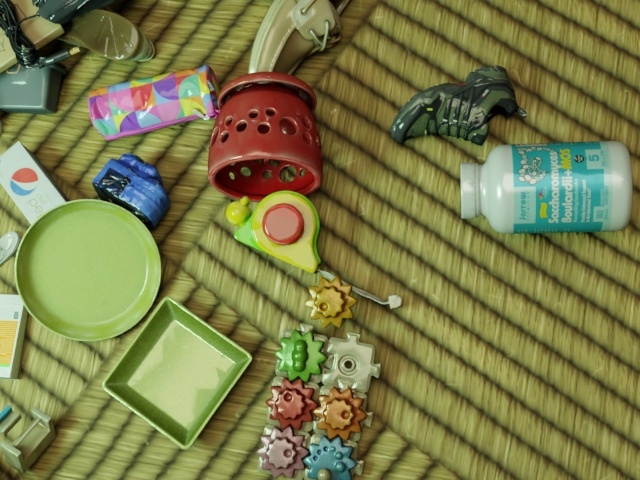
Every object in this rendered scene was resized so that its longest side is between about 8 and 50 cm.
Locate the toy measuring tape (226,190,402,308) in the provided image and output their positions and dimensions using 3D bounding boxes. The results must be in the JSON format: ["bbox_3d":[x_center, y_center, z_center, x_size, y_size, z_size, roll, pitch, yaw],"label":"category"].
[{"bbox_3d":[0.000,0.000,1.772,0.330,0.121,0.121,24,80,5],"label":"toy measuring tape"}]

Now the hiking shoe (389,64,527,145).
[{"bbox_3d":[0.230,-0.207,1.801,0.227,0.086,0.114,-26,70,0],"label":"hiking shoe"}]

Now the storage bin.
[{"bbox_3d":[-0.535,-0.279,1.930,0.135,0.098,0.091,2,86,9],"label":"storage bin"}]

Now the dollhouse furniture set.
[{"bbox_3d":[-0.546,0.354,1.760,0.129,0.129,0.184,31,57,15],"label":"dollhouse furniture set"}]

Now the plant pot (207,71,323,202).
[{"bbox_3d":[-0.093,-0.175,1.788,0.191,0.191,0.174,-5,68,7],"label":"plant pot"}]

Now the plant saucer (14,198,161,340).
[{"bbox_3d":[-0.391,0.049,1.806,0.241,0.037,0.241,-1,96,-9],"label":"plant saucer"}]

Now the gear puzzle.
[{"bbox_3d":[0.004,0.224,1.712,0.175,0.044,0.339,10,87,10],"label":"gear puzzle"}]

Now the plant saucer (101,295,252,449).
[{"bbox_3d":[-0.234,0.220,1.776,0.188,0.045,0.188,34,82,15],"label":"plant saucer"}]

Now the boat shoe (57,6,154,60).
[{"bbox_3d":[-0.433,-0.397,1.954,0.285,0.089,0.104,33,97,18],"label":"boat shoe"}]

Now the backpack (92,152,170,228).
[{"bbox_3d":[-0.316,-0.085,1.840,0.120,0.098,0.101,33,78,15],"label":"backpack"}]

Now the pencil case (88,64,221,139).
[{"bbox_3d":[-0.286,-0.241,1.878,0.236,0.104,0.104,-11,74,7],"label":"pencil case"}]

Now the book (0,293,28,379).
[{"bbox_3d":[-0.560,0.165,1.844,0.096,0.035,0.144,3,75,12],"label":"book"}]

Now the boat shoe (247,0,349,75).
[{"bbox_3d":[-0.016,-0.390,1.865,0.110,0.121,0.341,25,79,14],"label":"boat shoe"}]

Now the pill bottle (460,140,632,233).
[{"bbox_3d":[0.358,-0.084,1.719,0.264,0.146,0.146,-2,75,8],"label":"pill bottle"}]

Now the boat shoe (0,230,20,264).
[{"bbox_3d":[-0.571,0.022,1.880,0.035,0.035,0.100,42,85,16],"label":"boat shoe"}]

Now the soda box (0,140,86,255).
[{"bbox_3d":[-0.487,-0.067,1.875,0.074,0.069,0.216,-39,73,-3],"label":"soda box"}]

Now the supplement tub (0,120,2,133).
[{"bbox_3d":[-0.623,-0.217,1.913,0.071,0.107,0.071,-2,76,8],"label":"supplement tub"}]

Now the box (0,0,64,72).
[{"bbox_3d":[-0.579,-0.374,1.905,0.201,0.021,0.164,-35,66,-9],"label":"box"}]

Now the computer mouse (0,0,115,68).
[{"bbox_3d":[-0.436,-0.405,1.856,0.262,0.060,0.184,-23,63,-8],"label":"computer mouse"}]
